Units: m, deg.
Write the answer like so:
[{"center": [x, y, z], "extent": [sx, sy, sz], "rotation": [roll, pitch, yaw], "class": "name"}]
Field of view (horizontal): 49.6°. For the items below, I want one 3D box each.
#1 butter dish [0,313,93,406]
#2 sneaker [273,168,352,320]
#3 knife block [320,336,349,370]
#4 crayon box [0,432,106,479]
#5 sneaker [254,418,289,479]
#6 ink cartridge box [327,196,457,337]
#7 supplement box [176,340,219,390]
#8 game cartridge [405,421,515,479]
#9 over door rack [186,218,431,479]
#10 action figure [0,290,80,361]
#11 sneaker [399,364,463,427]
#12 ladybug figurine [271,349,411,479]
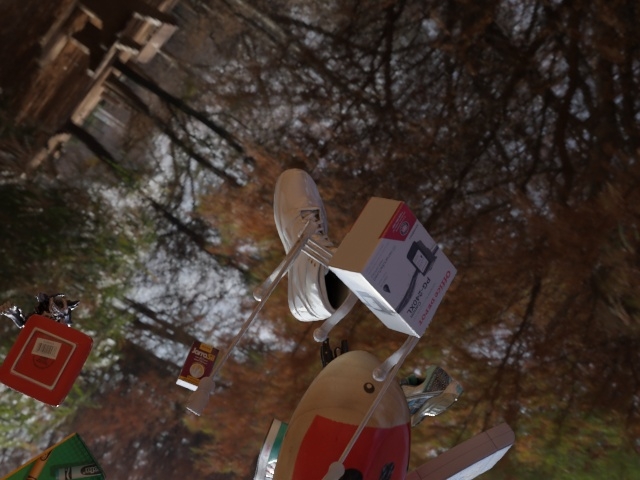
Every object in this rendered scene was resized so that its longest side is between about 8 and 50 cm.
[{"center": [-0.571, 0.262, 1.480], "extent": [0.118, 0.160, 0.160], "rotation": [85, 27, -69], "class": "butter dish"}, {"center": [0.000, 0.000, 1.264], "extent": [0.169, 0.108, 0.292], "rotation": [-13, -95, 63], "class": "sneaker"}, {"center": [0.049, 0.415, 1.955], "extent": [0.276, 0.088, 0.242], "rotation": [-96, -179, -62], "class": "knife block"}, {"center": [-0.433, 0.379, 0.926], "extent": [0.278, 0.081, 0.165], "rotation": [-31, 171, -28], "class": "crayon box"}, {"center": [-0.071, 0.594, 1.844], "extent": [0.295, 0.178, 0.124], "rotation": [103, 7, -45], "class": "sneaker"}, {"center": [0.095, 0.035, 0.870], "extent": [0.063, 0.150, 0.109], "rotation": [11, -118, 49], "class": "ink cartridge box"}, {"center": [-0.237, 0.245, 1.341], "extent": [0.043, 0.055, 0.083], "rotation": [129, -18, -60], "class": "supplement box"}, {"center": [0.277, 0.498, 1.491], "extent": [0.297, 0.062, 0.198], "rotation": [-23, 154, -15], "class": "game cartridge"}, {"center": [-0.011, 0.164, 0.984], "extent": [0.324, 0.239, 0.108], "rotation": [-58, -176, -22], "class": "over door rack"}, {"center": [-0.685, 0.198, 1.696], "extent": [0.164, 0.141, 0.276], "rotation": [-14, -141, -2], "class": "action figure"}, {"center": [0.249, 0.426, 1.871], "extent": [0.283, 0.122, 0.110], "rotation": [-41, 171, 31], "class": "sneaker"}, {"center": [0.052, 0.435, 1.295], "extent": [0.162, 0.305, 0.449], "rotation": [19, -79, 40], "class": "ladybug figurine"}]
